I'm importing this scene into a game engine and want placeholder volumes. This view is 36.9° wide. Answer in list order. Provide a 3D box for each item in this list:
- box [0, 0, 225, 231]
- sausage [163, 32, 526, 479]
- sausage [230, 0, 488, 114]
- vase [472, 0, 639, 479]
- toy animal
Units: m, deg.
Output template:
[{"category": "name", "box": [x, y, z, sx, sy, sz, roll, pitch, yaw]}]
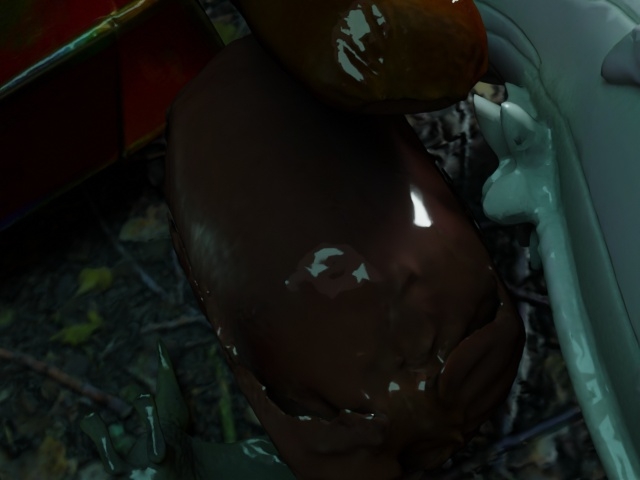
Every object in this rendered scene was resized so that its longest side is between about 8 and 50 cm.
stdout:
[{"category": "box", "box": [-0.225, -0.096, 0.649, 0.313, 0.089, 0.197, -32, 38, 1]}, {"category": "sausage", "box": [0.000, 0.000, 0.506, 0.152, 0.152, 0.279, -29, 47, 2]}, {"category": "sausage", "box": [-0.005, -0.143, 0.500, 0.089, 0.083, 0.300, 6, 27, -24]}, {"category": "vase", "box": [0.194, -0.021, 0.421, 0.250, 0.250, 0.445, -28, 53, 3]}, {"category": "toy animal", "box": [-0.082, 0.111, 0.516, 0.219, 0.095, 0.155, -20, 63, 7]}]
